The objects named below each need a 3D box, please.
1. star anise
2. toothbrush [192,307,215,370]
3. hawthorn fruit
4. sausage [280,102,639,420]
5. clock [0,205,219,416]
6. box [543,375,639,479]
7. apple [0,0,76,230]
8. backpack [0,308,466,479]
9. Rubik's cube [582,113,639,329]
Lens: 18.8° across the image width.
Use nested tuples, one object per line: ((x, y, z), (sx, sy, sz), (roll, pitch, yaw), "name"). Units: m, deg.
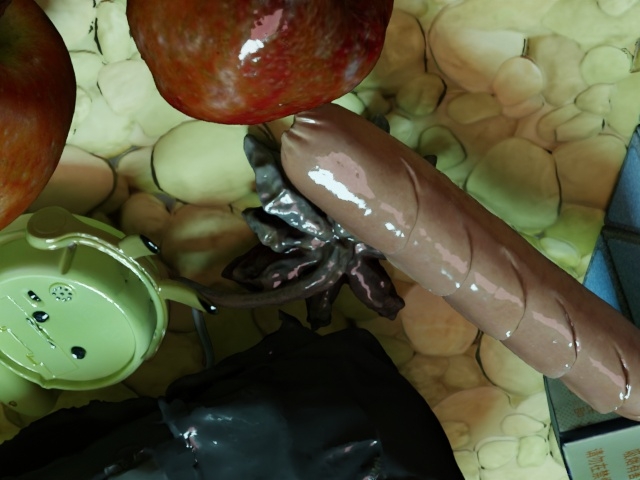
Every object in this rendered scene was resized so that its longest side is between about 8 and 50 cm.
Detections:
((0.000, 0.001, 1.555), (0.209, 0.089, 0.231), (38, 104, -22), "star anise")
((-0.097, 0.097, 1.625), (0.019, 0.013, 0.193), (-7, 150, -3), "toothbrush")
((-0.053, -0.168, 1.371), (0.202, 0.185, 0.185), (-26, 129, 37), "hawthorn fruit")
((0.132, 0.026, 1.501), (0.433, 0.088, 0.088), (37, 116, -24), "sausage")
((-0.197, 0.049, 1.546), (0.232, 0.069, 0.170), (-20, 126, 29), "clock")
((0.359, 0.145, 1.682), (0.310, 0.084, 0.198), (-15, 148, 5), "box")
((-0.292, -0.094, 1.360), (0.230, 0.230, 0.230), (-4, 129, -5), "apple")
((-0.099, 0.237, 1.612), (0.446, 0.254, 0.363), (-17, 148, 4), "backpack")
((0.346, -0.002, 1.561), (0.233, 0.228, 0.229), (26, 173, 16), "Rubik's cube")
